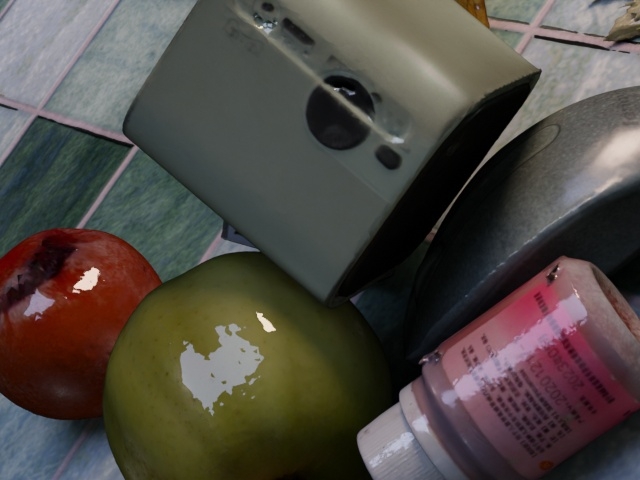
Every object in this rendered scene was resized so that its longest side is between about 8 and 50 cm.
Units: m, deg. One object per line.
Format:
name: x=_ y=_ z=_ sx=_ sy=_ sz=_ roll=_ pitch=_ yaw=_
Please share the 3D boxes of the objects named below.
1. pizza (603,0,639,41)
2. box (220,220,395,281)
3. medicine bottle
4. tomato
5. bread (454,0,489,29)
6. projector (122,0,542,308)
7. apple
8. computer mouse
pizza: x=0.367 y=-0.280 z=1.877 sx=0.262 sy=0.034 sz=0.181 roll=-21 pitch=45 yaw=31
box: x=0.013 y=-0.137 z=1.890 sx=0.180 sy=0.047 sz=0.325 roll=16 pitch=103 yaw=24
medicine bottle: x=0.156 y=0.132 z=1.619 sx=0.247 sy=0.147 sz=0.147 roll=-37 pitch=38 yaw=14
tomato: x=-0.265 y=0.083 z=2.039 sx=0.208 sy=0.184 sz=0.208 roll=-27 pitch=42 yaw=27
bread: x=0.048 y=-0.256 z=2.057 sx=0.277 sy=0.167 sz=0.324 roll=-22 pitch=43 yaw=29
projector: x=0.013 y=-0.121 z=1.720 sx=0.248 sy=0.249 sz=0.248 roll=-54 pitch=-11 yaw=24
apple: x=-0.064 y=0.146 z=1.757 sx=0.279 sy=0.279 sz=0.279 roll=-26 pitch=42 yaw=26
computer mouse: x=0.197 y=-0.028 z=1.723 sx=0.374 sy=0.114 sz=0.203 roll=-37 pitch=24 yaw=13
